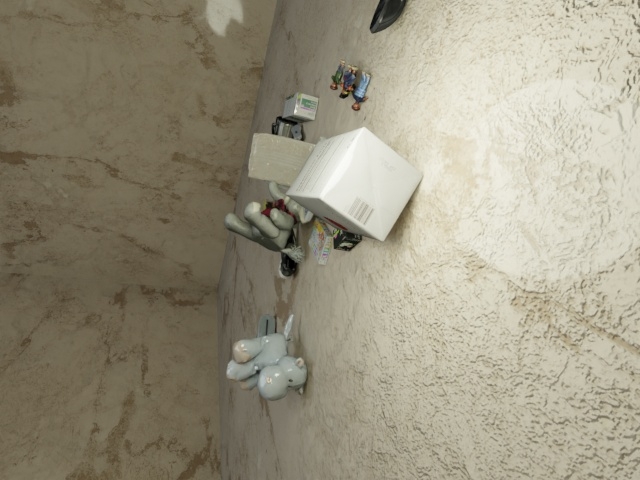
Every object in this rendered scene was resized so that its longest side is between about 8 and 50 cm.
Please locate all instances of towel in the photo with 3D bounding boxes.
[{"bbox_3d":[-0.142,-0.307,1.570,0.049,0.282,0.187,-41,-35,-72],"label":"towel"}]

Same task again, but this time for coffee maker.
[{"bbox_3d":[-0.178,-0.506,1.978,0.171,0.120,0.178,-68,-4,-68],"label":"coffee maker"}]

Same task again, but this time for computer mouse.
[{"bbox_3d":[0.212,-0.651,1.003,0.184,0.060,0.262,-169,99,-75],"label":"computer mouse"}]

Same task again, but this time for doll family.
[{"bbox_3d":[0.091,-0.477,1.245,0.112,0.075,0.193,-66,28,26],"label":"doll family"}]

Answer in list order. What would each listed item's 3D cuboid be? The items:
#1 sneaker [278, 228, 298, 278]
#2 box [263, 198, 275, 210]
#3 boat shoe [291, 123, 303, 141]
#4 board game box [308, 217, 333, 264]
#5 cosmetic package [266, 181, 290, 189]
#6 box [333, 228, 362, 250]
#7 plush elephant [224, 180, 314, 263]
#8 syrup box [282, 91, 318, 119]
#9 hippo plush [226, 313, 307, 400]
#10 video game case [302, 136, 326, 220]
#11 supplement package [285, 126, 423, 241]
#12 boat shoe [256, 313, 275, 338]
[{"bbox_3d":[-0.125,0.036,1.644,0.106,0.078,0.235,153,119,-63],"label":"sneaker"},{"bbox_3d":[-0.250,-0.087,2.020,0.058,0.087,0.233,150,124,-66],"label":"box"},{"bbox_3d":[-0.104,-0.481,1.829,0.142,0.049,0.040,-98,-13,-50],"label":"boat shoe"},{"bbox_3d":[0.000,0.000,1.374,0.154,0.026,0.104,-120,42,-60],"label":"board game box"},{"bbox_3d":[-0.146,-0.302,1.716,0.183,0.151,0.152,-138,59,-66],"label":"cosmetic package"},{"bbox_3d":[0.075,-0.015,1.135,0.083,0.052,0.062,133,141,-56],"label":"box"},{"bbox_3d":[-0.150,-0.102,1.534,0.271,0.329,0.256,-23,38,61],"label":"plush elephant"},{"bbox_3d":[-0.092,-0.576,1.759,0.237,0.093,0.097,-146,66,-69],"label":"syrup box"},{"bbox_3d":[-0.152,0.456,1.398,0.236,0.294,0.235,33,129,41],"label":"hippo plush"},{"bbox_3d":[-0.017,-0.203,1.340,0.212,0.023,0.194,120,151,-42],"label":"video game case"},{"bbox_3d":[0.063,-0.129,0.958,0.175,0.177,0.293,-58,19,-3],"label":"supplement package"},{"bbox_3d":[-0.246,0.482,1.793,0.094,0.109,0.303,101,176,-58],"label":"boat shoe"}]
